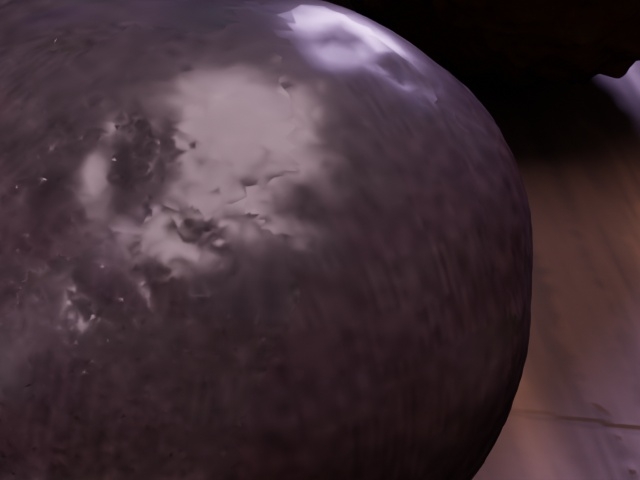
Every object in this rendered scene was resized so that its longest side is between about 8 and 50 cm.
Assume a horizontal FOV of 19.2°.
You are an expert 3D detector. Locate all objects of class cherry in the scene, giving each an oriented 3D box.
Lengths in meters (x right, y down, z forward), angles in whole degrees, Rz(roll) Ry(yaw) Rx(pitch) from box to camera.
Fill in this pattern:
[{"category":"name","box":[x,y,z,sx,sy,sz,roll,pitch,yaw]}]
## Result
[{"category":"cherry","box":[-0.037,0.017,0.424,0.176,0.140,0.176,-5,47,5]}]

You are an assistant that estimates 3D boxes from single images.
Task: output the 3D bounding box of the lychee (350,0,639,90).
[{"category":"lychee","box":[0.074,-0.148,0.698,0.238,0.200,0.200,0,29,-44]}]
